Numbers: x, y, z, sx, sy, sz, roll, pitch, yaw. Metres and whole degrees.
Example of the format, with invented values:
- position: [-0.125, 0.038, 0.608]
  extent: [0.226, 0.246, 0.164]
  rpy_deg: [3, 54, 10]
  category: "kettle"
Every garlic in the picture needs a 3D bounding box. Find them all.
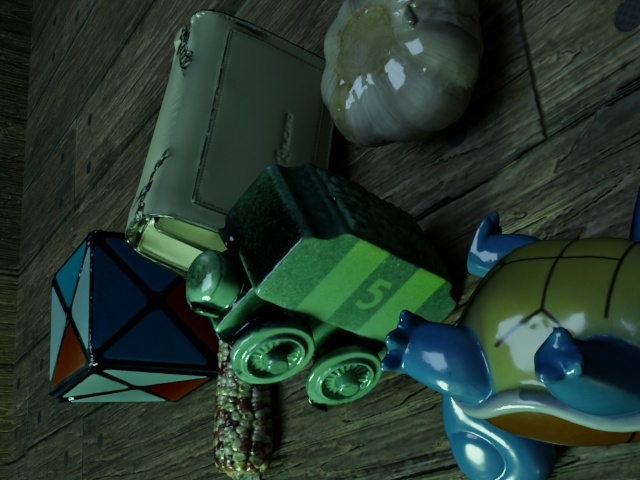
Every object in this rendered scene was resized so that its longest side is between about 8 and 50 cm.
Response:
- position: [0.100, -0.217, 0.961]
  extent: [0.228, 0.152, 0.227]
  rpy_deg: [-23, 59, 45]
  category: "garlic"

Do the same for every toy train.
- position: [0.007, 0.056, 0.915]
  extent: [0.238, 0.299, 0.166]
  rpy_deg: [-48, 44, 20]
  category: "toy train"

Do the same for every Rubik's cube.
- position: [-0.328, 0.146, 1.439]
  extent: [0.250, 0.249, 0.246]
  rpy_deg: [-35, 53, 49]
  category: "Rubik's cube"

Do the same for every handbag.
- position: [-0.121, -0.124, 1.132]
  extent: [0.160, 0.237, 0.358]
  rpy_deg: [-33, 41, 47]
  category: "handbag"

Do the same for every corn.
- position: [-0.121, 0.227, 1.242]
  extent: [0.092, 0.092, 0.280]
  rpy_deg: [-34, 53, 49]
  category: "corn"

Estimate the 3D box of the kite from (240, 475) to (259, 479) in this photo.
- position: [-0.125, 0.372, 1.288]
  extent: [0.152, 0.005, 0.137]
  rpy_deg: [29, 103, 56]
  category: "kite"

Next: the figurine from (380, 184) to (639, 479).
- position: [0.204, 0.082, 0.670]
  extent: [0.243, 0.298, 0.416]
  rpy_deg: [54, 137, 5]
  category: "figurine"
